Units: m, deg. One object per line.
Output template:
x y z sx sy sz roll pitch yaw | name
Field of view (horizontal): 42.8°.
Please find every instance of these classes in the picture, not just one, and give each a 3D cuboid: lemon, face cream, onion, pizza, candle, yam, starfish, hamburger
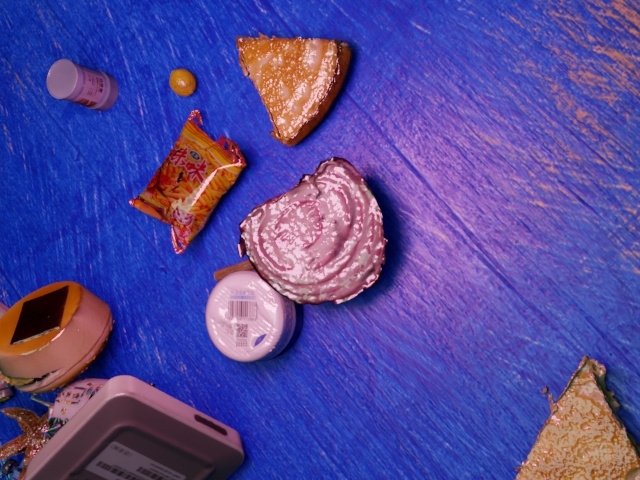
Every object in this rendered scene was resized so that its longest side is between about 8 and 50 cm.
-0.333 -0.383 1.972 0.083 0.062 0.062 46 106 19 | lemon
-0.152 0.168 1.822 0.206 0.111 0.206 0 89 25 | face cream
0.000 0.000 1.751 0.314 0.146 0.280 -30 88 13 | onion
0.505 0.359 1.515 0.280 0.075 0.288 6 87 22 | pizza
-0.546 0.418 1.960 0.330 0.187 0.187 -1 87 28 | candle
-0.078 -0.340 1.838 0.287 0.074 0.251 13 92 27 | pizza
-0.180 0.062 1.886 0.145 0.032 0.032 -21 78 23 | yam
-0.716 0.486 2.047 0.235 0.062 0.277 14 59 11 | starfish
-0.645 0.237 1.978 0.300 0.300 0.176 -10 126 25 | hamburger

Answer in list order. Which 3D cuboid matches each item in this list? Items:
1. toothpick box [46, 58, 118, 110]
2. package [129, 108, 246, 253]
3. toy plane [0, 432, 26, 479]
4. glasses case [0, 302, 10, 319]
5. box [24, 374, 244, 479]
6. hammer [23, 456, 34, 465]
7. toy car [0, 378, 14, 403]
-0.594 -0.387 2.049 0.101 0.153 0.101 -1 87 26 | toothpick box
-0.308 -0.140 1.924 0.223 0.108 0.288 42 97 28 | package
-0.759 0.621 2.100 0.254 0.105 0.271 25 94 19 | toy plane
-0.848 0.224 2.191 0.204 0.051 0.081 31 99 24 | glasses case
-0.410 0.499 1.809 0.373 0.367 0.090 -46 30 16 | box
-0.623 0.530 1.999 0.013 0.199 0.062 -10 78 61 | hammer
-0.911 0.389 2.187 0.161 0.098 0.126 -30 72 20 | toy car
